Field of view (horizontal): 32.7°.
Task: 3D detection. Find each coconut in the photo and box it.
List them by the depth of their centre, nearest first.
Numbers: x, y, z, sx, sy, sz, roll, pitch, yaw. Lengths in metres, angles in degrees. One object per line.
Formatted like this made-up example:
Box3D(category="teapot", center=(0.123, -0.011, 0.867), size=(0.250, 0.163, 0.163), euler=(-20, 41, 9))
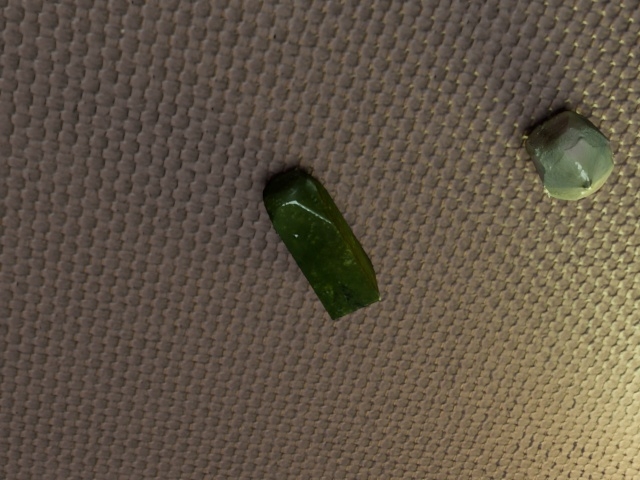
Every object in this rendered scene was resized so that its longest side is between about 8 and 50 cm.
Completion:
Box3D(category="coconut", center=(0.329, -0.105, 1.440), size=(0.110, 0.124, 0.110), euler=(-5, 126, -7))

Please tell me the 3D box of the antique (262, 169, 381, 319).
Box3D(category="antique", center=(0.000, 0.000, 1.500), size=(0.080, 0.081, 0.221), euler=(-25, 125, 10))
